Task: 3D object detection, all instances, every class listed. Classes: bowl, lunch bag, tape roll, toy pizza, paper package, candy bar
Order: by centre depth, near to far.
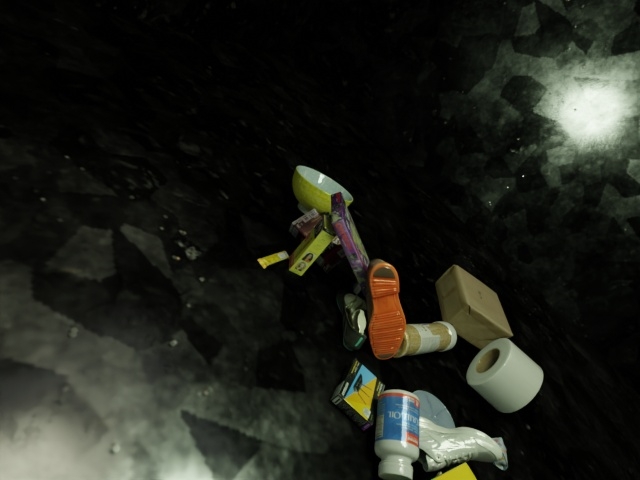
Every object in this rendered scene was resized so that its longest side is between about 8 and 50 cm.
[{"bbox_3d":[0.371,0.601,1.441,0.201,0.032,0.201,28,31,-19],"label":"toy pizza"},{"bbox_3d":[0.630,0.755,1.516,0.083,0.053,0.071,63,26,-12],"label":"lunch bag"},{"bbox_3d":[-0.165,0.066,1.552,0.040,0.018,0.161,52,30,12],"label":"candy bar"},{"bbox_3d":[0.739,0.542,1.737,0.169,0.246,0.246,42,29,1],"label":"tape roll"},{"bbox_3d":[-0.016,-0.191,1.912,0.289,0.156,0.289,28,19,-11],"label":"bowl"},{"bbox_3d":[0.743,0.330,2.106,0.309,0.168,0.325,33,29,-14],"label":"paper package"}]

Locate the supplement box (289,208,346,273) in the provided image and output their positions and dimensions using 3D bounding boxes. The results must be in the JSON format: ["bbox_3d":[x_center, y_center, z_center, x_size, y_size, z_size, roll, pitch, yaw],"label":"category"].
[{"bbox_3d":[0.000,0.000,1.729,0.130,0.073,0.239,-36,77,-30],"label":"supplement box"}]

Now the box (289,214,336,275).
[{"bbox_3d":[-0.029,0.020,1.553,0.058,0.232,0.087,28,33,-20],"label":"box"}]

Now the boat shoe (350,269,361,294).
[{"bbox_3d":[0.161,0.146,1.768,0.076,0.080,0.228,34,29,6],"label":"boat shoe"}]

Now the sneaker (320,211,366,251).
[{"bbox_3d":[0.093,-0.018,1.854,0.286,0.130,0.109,31,29,-20],"label":"sneaker"}]

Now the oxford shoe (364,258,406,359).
[{"bbox_3d":[0.220,0.239,1.516,0.130,0.364,0.133,-3,13,-7],"label":"oxford shoe"}]

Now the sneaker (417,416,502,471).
[{"bbox_3d":[0.374,0.625,1.267,0.305,0.114,0.152,7,37,12],"label":"sneaker"}]

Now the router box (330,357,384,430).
[{"bbox_3d":[0.118,0.465,1.314,0.133,0.046,0.179,42,29,1],"label":"router box"}]

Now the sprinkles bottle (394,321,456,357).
[{"bbox_3d":[0.392,0.382,1.672,0.355,0.121,0.121,8,43,-44],"label":"sprinkles bottle"}]

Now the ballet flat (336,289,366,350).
[{"bbox_3d":[0.123,0.264,1.542,0.095,0.096,0.280,25,33,-26],"label":"ballet flat"}]

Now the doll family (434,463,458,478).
[{"bbox_3d":[0.405,0.717,1.278,0.111,0.076,0.193,34,29,22],"label":"doll family"}]

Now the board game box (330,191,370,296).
[{"bbox_3d":[0.119,0.014,1.589,0.208,0.056,0.347,-83,153,-54],"label":"board game box"}]

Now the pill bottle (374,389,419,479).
[{"bbox_3d":[0.217,0.550,1.213,0.124,0.124,0.221,29,47,-20],"label":"pill bottle"}]

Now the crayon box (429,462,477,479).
[{"bbox_3d":[0.321,0.773,1.015,0.313,0.106,0.363,-4,50,-33],"label":"crayon box"}]
